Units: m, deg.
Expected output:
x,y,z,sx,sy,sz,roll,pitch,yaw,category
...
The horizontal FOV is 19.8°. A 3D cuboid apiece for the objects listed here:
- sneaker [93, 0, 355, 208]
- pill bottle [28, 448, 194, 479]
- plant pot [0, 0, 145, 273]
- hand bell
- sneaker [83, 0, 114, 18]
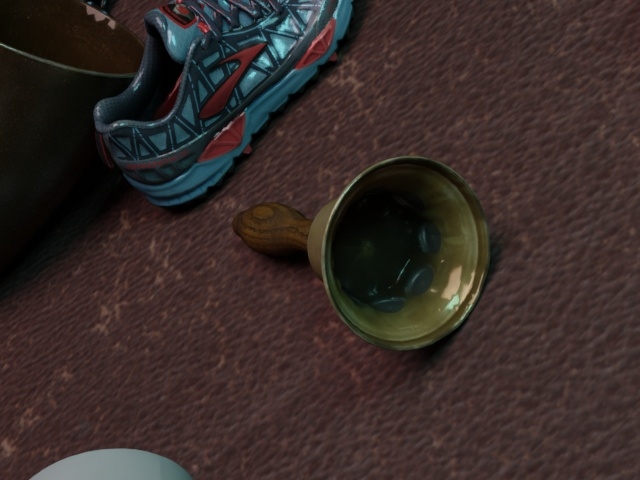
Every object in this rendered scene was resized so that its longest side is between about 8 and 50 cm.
x,y,z,sx,sy,sz,roll,pitch,yaw,category
-0.075,-0.152,1.430,0.262,0.125,0.104,-53,41,-4,sneaker
-0.108,0.280,1.069,0.176,0.176,0.318,-36,40,17,pill bottle
-0.282,-0.087,1.524,0.230,0.215,0.215,-65,34,19,plant pot
0.000,0.000,1.278,0.126,0.126,0.242,-59,26,-12,hand bell
-0.223,-0.186,1.653,0.073,0.063,0.162,-21,47,27,sneaker
